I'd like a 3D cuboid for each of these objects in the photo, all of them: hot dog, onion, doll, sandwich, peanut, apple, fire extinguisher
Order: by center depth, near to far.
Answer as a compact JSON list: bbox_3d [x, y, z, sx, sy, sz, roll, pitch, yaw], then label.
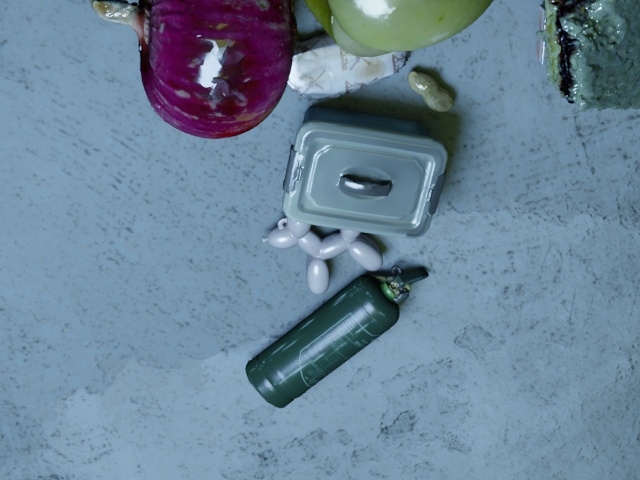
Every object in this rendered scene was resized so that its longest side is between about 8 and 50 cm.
[{"bbox_3d":[0.096,-0.373,1.743,0.254,0.292,0.292,-35,117,-8],"label":"apple"},{"bbox_3d":[-0.143,-0.256,1.819,0.272,0.230,0.256,-21,119,-2],"label":"onion"},{"bbox_3d":[0.443,-0.312,1.851,0.262,0.131,0.325,28,112,-41],"label":"sandwich"},{"bbox_3d":[0.037,-0.257,1.930,0.192,0.053,0.099,-16,119,1],"label":"hot dog"},{"bbox_3d":[0.160,-0.217,1.971,0.037,0.037,0.083,-41,110,16],"label":"peanut"},{"bbox_3d":[0.000,0.000,2.060,0.161,0.059,0.160,-22,118,8],"label":"doll"},{"bbox_3d":[0.031,0.139,2.122,0.311,0.095,0.114,-39,159,17],"label":"fire extinguisher"}]

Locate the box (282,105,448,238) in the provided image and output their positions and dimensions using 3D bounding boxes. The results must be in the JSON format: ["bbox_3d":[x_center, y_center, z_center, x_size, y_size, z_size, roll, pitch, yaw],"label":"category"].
[{"bbox_3d":[0.061,-0.102,1.971,0.226,0.130,0.162,8,118,-8],"label":"box"}]

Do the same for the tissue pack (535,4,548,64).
[{"bbox_3d":[0.343,-0.296,1.943,0.063,0.035,0.083,-3,117,-8],"label":"tissue pack"}]
